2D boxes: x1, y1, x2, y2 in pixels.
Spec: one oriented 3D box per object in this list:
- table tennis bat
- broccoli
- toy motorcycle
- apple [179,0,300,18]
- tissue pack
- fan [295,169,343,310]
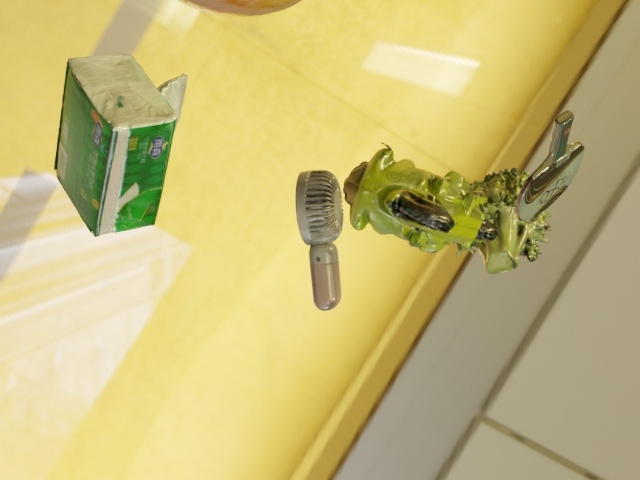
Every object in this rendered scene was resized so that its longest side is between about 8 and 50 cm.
[{"bbox_3d":[0.437,-0.140,1.936,0.173,0.022,0.301,-35,153,-18],"label":"table tennis bat"},{"bbox_3d":[0.411,-0.022,2.277,0.263,0.247,0.243,-41,-159,34],"label":"broccoli"},{"bbox_3d":[0.154,-0.051,1.615,0.142,0.206,0.342,-59,157,11],"label":"toy motorcycle"},{"bbox_3d":[-0.121,-0.510,1.560,0.364,0.363,0.364,-49,-158,29],"label":"apple"},{"bbox_3d":[-0.264,-0.136,1.428,0.148,0.156,0.209,55,-38,30],"label":"tissue pack"},{"bbox_3d":[0.000,0.000,1.784,0.130,0.074,0.245,-17,103,-77],"label":"fan"}]
